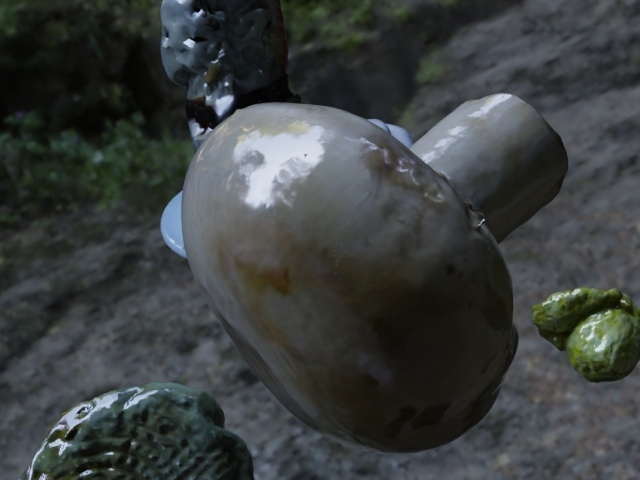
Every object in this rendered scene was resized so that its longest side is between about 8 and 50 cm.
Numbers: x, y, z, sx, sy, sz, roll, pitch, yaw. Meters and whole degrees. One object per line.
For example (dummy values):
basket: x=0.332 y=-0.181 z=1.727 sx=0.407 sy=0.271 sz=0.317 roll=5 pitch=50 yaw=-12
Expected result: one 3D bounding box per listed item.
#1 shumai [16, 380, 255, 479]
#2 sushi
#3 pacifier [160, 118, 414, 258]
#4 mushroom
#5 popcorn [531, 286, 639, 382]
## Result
shumai: x=-0.227 y=0.324 z=1.816 sx=0.309 sy=0.304 sz=0.263 roll=-19 pitch=5 yaw=-3
sushi: x=-0.091 y=-0.157 z=1.588 sx=0.130 sy=0.332 sz=0.124 roll=-18 pitch=9 yaw=-39
pacifier: x=0.000 y=0.000 z=1.339 sx=0.287 sy=0.226 sz=0.238 roll=-7 pitch=24 yaw=-4
mushroom: x=0.059 y=-0.006 z=1.058 sx=0.290 sy=0.292 sz=0.292 roll=-39 pitch=4 yaw=-19
popcorn: x=0.177 y=0.057 z=0.940 sx=0.059 sy=0.083 sz=0.068 roll=-54 pitch=18 yaw=11
